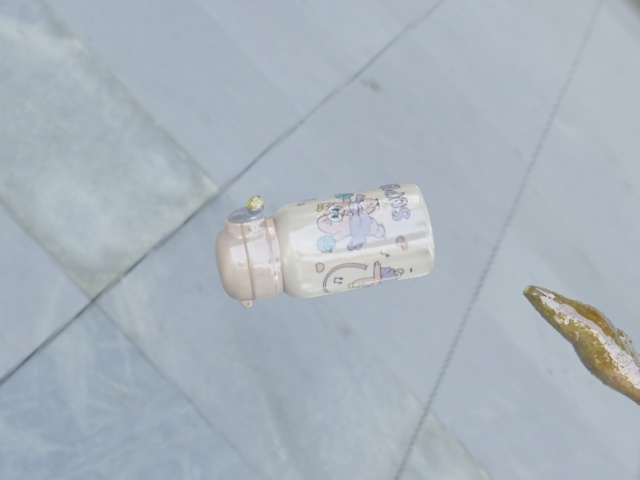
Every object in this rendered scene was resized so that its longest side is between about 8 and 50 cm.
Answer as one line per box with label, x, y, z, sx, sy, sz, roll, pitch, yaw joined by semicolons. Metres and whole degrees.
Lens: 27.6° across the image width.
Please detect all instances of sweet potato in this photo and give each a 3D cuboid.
sweet potato;0.351;0.142;1.557;0.274;0.067;0.067;39;25;-9

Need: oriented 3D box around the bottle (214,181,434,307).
bottle;0.000;0.000;1.281;0.097;0.209;0.110;-118;-161;-65
